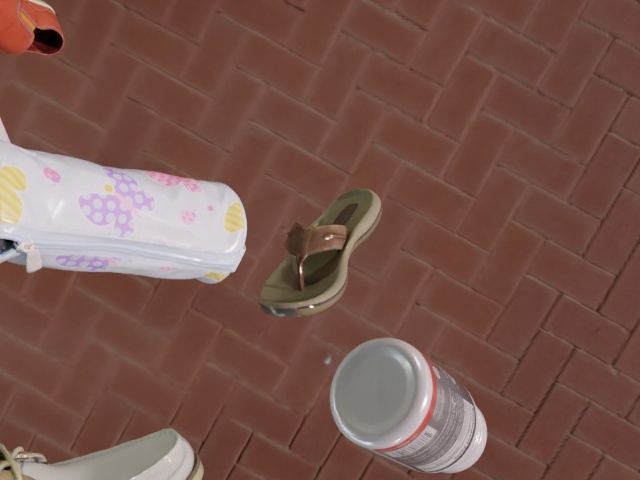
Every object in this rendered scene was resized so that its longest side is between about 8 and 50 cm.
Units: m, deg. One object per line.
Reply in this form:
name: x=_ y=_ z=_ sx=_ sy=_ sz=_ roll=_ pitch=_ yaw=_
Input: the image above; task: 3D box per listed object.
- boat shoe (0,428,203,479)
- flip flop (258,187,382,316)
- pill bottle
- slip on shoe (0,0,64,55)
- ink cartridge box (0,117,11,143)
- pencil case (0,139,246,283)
boat shoe: x=-0.237 y=0.209 z=0.475 sx=0.302 sy=0.113 sz=0.103 roll=-23 pitch=99 yaw=-25
flip flop: x=0.000 y=0.000 z=0.841 sx=0.112 sy=0.277 sz=0.080 roll=3 pitch=128 yaw=31
pill bottle: x=0.193 y=0.351 z=1.312 sx=0.210 sy=0.363 sz=0.210 roll=-18 pitch=54 yaw=26
slip on shoe: x=-0.601 y=-0.411 z=1.238 sx=0.123 sy=0.331 sz=0.101 roll=-32 pitch=95 yaw=14
ink cartridge box: x=-0.701 y=-0.163 z=1.077 sx=0.306 sy=0.131 sz=0.226 roll=-8 pitch=128 yaw=-1
pencil case: x=-0.202 y=-0.019 z=0.622 sx=0.124 sy=0.273 sz=0.113 roll=26 pitch=103 yaw=42
